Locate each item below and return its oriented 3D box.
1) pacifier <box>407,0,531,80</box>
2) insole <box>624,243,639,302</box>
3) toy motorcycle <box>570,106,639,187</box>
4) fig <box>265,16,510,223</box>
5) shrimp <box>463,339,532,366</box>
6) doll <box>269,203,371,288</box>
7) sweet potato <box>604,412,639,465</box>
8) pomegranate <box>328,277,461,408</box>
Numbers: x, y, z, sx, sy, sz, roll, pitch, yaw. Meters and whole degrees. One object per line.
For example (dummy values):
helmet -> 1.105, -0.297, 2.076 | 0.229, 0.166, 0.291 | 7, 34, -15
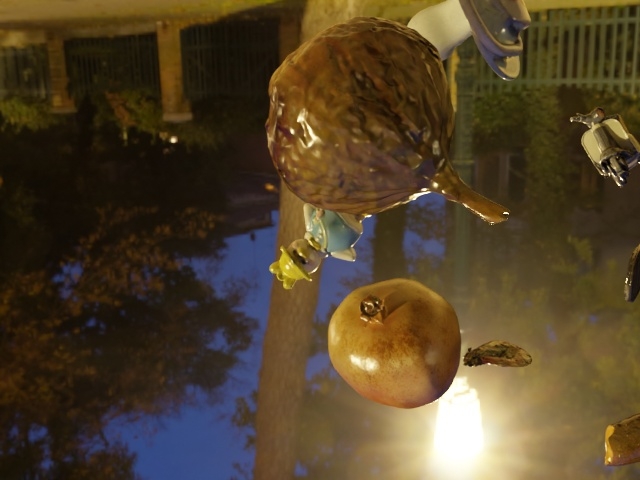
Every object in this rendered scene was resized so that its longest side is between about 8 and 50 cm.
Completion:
pacifier -> 0.232, -0.384, 1.243 | 0.207, 0.279, 0.227 | -21, -177, 37
insole -> 0.508, 0.014, 1.118 | 0.012, 0.110, 0.309 | 11, -159, 33
toy motorcycle -> 0.589, -0.188, 1.474 | 0.091, 0.157, 0.263 | -33, 167, 28
fig -> 0.114, -0.137, 1.003 | 0.368, 0.286, 0.286 | 33, -149, 32
shrimp -> 0.370, 0.244, 1.549 | 0.190, 0.042, 0.101 | -1, -161, -35
doll -> 0.000, 0.000, 1.495 | 0.241, 0.135, 0.099 | -43, -157, 7
sweet potato -> 0.549, 0.301, 1.156 | 0.243, 0.077, 0.077 | -9, -165, -15
pomegranate -> 0.165, 0.220, 1.609 | 0.319, 0.319, 0.319 | -1, -167, 0
